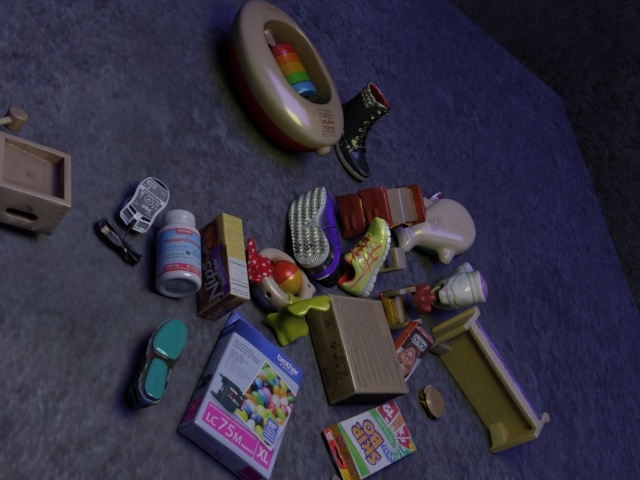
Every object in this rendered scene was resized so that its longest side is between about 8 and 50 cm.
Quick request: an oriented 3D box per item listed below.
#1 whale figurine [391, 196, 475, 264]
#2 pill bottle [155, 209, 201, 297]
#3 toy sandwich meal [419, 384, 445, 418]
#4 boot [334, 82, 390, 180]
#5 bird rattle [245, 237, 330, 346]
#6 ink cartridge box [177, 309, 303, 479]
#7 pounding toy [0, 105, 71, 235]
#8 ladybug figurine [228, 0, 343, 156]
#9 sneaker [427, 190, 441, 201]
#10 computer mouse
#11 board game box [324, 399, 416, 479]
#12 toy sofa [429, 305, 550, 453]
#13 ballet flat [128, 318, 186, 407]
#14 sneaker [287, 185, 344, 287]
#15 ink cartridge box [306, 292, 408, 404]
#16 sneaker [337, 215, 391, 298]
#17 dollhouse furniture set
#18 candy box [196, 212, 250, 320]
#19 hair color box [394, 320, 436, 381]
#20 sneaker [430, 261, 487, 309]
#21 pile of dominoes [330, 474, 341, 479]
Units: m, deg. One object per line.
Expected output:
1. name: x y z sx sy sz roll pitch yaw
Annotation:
1. whale figurine: 0.316 -0.019 2.220 0.272 0.141 0.216 -12 70 -28
2. pill bottle: -0.274 0.023 1.473 0.087 0.087 0.160 24 46 -39
3. toy sandwich meal: 0.277 0.403 1.896 0.085 0.029 0.086 33 43 -37
4. boot: 0.123 -0.306 2.140 0.085 0.178 0.236 -3 65 -52
5. bird rattle: -0.100 0.093 1.642 0.253 0.143 0.207 42 23 1
6. ink cartridge box: -0.136 0.285 1.459 0.186 0.065 0.311 43 35 -19
7. pounding toy: -0.528 -0.129 1.290 0.181 0.094 0.206 19 40 -35
8. ladybug figurine: -0.101 -0.403 1.960 0.305 0.162 0.449 -6 68 -52
9. sneaker: 0.362 -0.108 2.395 0.067 0.042 0.118 51 42 -1
10. computer mouse: -0.353 -0.046 1.476 0.106 0.042 0.193 40 43 -15
11. board game box: 0.111 0.435 1.658 0.259 0.039 0.124 -6 67 -52
12. toy sofa: 0.447 0.360 2.029 0.362 0.150 0.177 57 36 0
13. ballet flat: -0.288 0.214 1.327 0.070 0.070 0.188 43 33 -19
14. sneaker: -0.001 0.001 1.828 0.146 0.102 0.293 55 22 -36
15. ink cartridge box: 0.082 0.248 1.727 0.193 0.088 0.235 14 52 -47
16. sneaker: 0.103 0.037 1.856 0.094 0.209 0.081 16 6 -24
17. dollhouse furniture set: 0.183 0.042 2.002 0.201 0.152 0.374 -6 85 -53
18. candy box: -0.201 0.052 1.521 0.053 0.109 0.187 21 48 -40
19. hair color box: 0.209 0.270 1.840 0.072 0.043 0.141 44 73 -17
20. sneaker: 0.368 0.129 2.118 0.305 0.152 0.114 27 49 -86
21. pile of dominoes: 0.015 0.571 1.452 0.196 0.040 0.251 62 26 10
